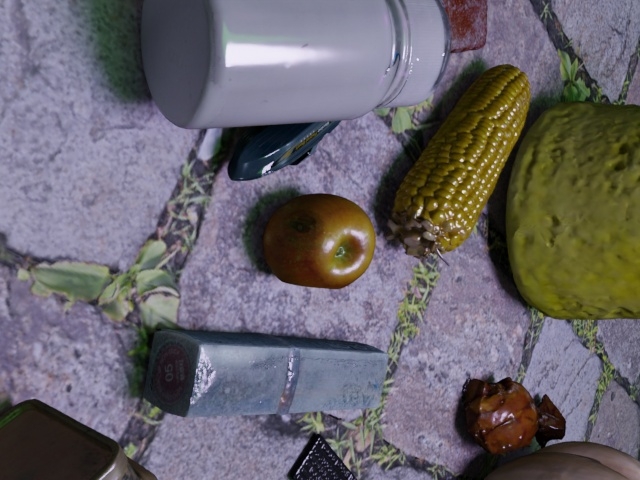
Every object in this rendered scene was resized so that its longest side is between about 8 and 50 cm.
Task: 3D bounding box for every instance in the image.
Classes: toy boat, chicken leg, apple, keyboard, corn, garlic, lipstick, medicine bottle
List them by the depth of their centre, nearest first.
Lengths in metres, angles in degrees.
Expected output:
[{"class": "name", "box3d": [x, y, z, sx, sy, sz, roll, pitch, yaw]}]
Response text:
[{"class": "medicine bottle", "box3d": [-0.016, -0.176, 0.683, 0.258, 0.143, 0.144, -10, 105, -34]}, {"class": "toy boat", "box3d": [-0.041, -0.099, 0.762, 0.141, 0.055, 0.060, -43, 147, -35]}, {"class": "apple", "box3d": [0.000, 0.000, 0.789, 0.114, 0.102, 0.099, 12, 90, -46]}, {"class": "lipstick", "box3d": [-0.039, 0.136, 0.789, 0.289, 0.077, 0.076, 10, 89, -48]}, {"class": "keyboard", "box3d": [0.027, 0.315, 0.939, 0.061, 0.013, 0.204, -53, 131, -26]}, {"class": "corn", "box3d": [0.187, -0.107, 0.969, 0.305, 0.106, 0.106, -55, 132, -26]}, {"class": "garlic", "box3d": [0.358, 0.411, 1.138, 0.286, 0.249, 0.313, 9, 129, -27]}, {"class": "chicken leg", "box3d": [0.318, 0.273, 1.197, 0.304, 0.093, 0.113, 17, 73, -51]}]

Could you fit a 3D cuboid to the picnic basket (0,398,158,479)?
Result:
[{"class": "picnic basket", "box3d": [-0.234, 0.253, 0.537, 0.266, 0.165, 0.139, -43, 125, -34]}]

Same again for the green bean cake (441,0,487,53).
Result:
[{"class": "green bean cake", "box3d": [0.146, -0.294, 0.927, 0.135, 0.056, 0.136, -18, 110, -45]}]

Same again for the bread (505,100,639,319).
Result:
[{"class": "bread", "box3d": [0.458, -0.038, 1.122, 0.348, 0.307, 0.348, -6, 98, -44]}]
